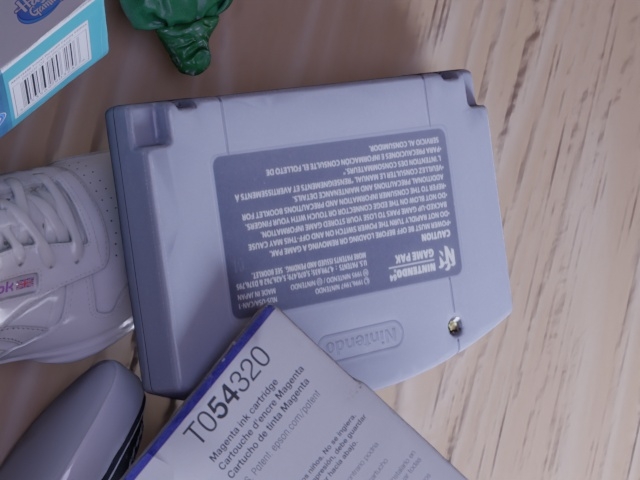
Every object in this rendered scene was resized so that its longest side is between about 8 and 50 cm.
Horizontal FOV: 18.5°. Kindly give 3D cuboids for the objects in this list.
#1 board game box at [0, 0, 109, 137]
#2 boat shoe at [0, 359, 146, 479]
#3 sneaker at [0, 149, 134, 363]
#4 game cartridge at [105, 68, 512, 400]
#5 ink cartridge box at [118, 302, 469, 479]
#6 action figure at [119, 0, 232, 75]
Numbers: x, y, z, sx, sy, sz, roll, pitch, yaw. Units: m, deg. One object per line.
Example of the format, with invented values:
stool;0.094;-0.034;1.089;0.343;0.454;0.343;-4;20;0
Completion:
board game box;-0.323;-0.155;1.075;0.254;0.079;0.336;-41;77;-17
boat shoe;-0.167;0.221;1.181;0.102;0.108;0.301;32;72;-23
sneaker;-0.197;0.019;1.147;0.305;0.152;0.114;-26;72;-21
game cartridge;0.000;0.000;1.234;0.297;0.062;0.198;-10;97;-43
ink cartridge box;-0.014;0.262;1.128;0.330;0.071;0.324;43;66;-6
action figure;-0.106;-0.217;1.241;0.137;0.063;0.232;-13;89;-23
